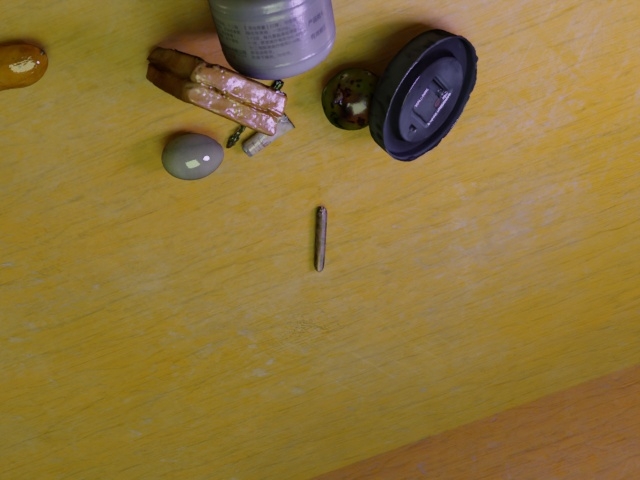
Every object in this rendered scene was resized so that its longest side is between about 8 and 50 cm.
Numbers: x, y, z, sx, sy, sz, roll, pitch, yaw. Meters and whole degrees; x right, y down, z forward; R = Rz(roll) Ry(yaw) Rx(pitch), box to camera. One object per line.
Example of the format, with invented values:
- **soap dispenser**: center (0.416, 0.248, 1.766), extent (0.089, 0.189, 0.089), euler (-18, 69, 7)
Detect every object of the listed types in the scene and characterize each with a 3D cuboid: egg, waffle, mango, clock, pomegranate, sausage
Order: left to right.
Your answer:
- **mango**: center (-0.665, -0.363, 1.513), extent (0.190, 0.075, 0.098), euler (-19, 130, 12)
- **egg**: center (-0.311, -0.205, 1.739), extent (0.152, 0.114, 0.114), euler (-14, 136, -11)
- **waffle**: center (-0.228, -0.322, 1.504), extent (0.224, 0.327, 0.098), euler (19, 98, -33)
- **sausage**: center (0.000, 0.000, 2.087), extent (0.032, 0.033, 0.269), euler (-7, 135, -10)
- **pomegranate**: center (0.101, -0.327, 1.723), extent (0.220, 0.156, 0.156), euler (23, 123, -38)
- **clock**: center (0.247, -0.345, 1.704), extent (0.325, 0.067, 0.325), euler (-33, 145, -27)

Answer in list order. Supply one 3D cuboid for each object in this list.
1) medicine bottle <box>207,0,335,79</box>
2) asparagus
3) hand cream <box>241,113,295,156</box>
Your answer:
- **medicine bottle**: center (-0.106, -0.505, 1.417), extent (0.245, 0.245, 0.306), euler (-14, 135, -3)
- **asparagus**: center (-0.166, -0.307, 1.752), extent (0.022, 0.023, 0.233), euler (47, 116, 5)
- **hand cream**: center (-0.134, -0.262, 1.795), extent (0.143, 0.039, 0.061), euler (-35, 131, 11)
